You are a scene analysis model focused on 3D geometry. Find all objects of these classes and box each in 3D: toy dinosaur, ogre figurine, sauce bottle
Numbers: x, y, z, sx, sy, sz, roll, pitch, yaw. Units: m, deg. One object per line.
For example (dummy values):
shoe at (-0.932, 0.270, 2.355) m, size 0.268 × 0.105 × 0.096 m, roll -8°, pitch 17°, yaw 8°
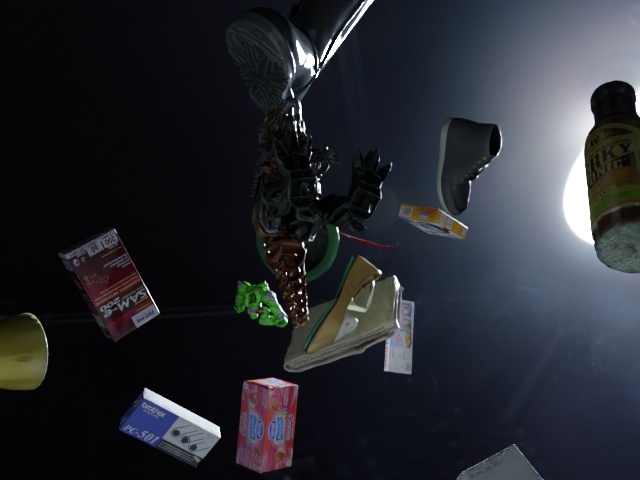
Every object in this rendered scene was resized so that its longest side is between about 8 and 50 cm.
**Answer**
toy dinosaur at (-0.025, -0.052, 0.905) m, size 0.165 × 0.321 × 0.218 m, roll -17°, pitch -6°, yaw -34°
ogre figurine at (-0.187, 0.189, 1.966) m, size 0.097 × 0.197 × 0.118 m, roll -24°, pitch -55°, yaw -27°
sauce bottle at (0.450, -0.111, 0.969) m, size 0.112 × 0.344 × 0.111 m, roll 8°, pitch -42°, yaw 7°

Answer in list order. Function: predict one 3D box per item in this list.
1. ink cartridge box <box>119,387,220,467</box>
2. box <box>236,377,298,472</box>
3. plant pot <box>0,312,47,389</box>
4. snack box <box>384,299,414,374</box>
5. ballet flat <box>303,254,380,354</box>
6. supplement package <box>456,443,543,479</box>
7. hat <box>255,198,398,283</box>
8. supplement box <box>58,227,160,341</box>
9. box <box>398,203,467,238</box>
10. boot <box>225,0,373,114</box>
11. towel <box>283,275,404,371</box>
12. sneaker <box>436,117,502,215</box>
ink cartridge box at (-0.341, 0.427, 1.479) m, size 0.207 × 0.046 × 0.097 m, roll 35°, pitch -81°, yaw -22°
box at (-0.163, 0.560, 1.988) m, size 0.128 × 0.123 × 0.256 m, roll 7°, pitch -91°, yaw -47°
plant pot at (-0.541, 0.194, 1.102) m, size 0.095 × 0.134 × 0.134 m, roll 0°, pitch -45°, yaw -51°
snack box at (0.192, 0.232, 1.580) m, size 0.064 × 0.178 × 0.022 m, roll 11°, pitch -20°, yaw -15°
ballet flat at (0.048, 0.122, 1.186) m, size 0.073 × 0.232 × 0.080 m, roll 29°, pitch -35°, yaw 3°
supplement package at (0.266, 0.392, 0.879) m, size 0.105 × 0.179 × 0.105 m, roll -17°, pitch -40°, yaw -27°
hat at (0.000, 0.000, 1.306) m, size 0.173 × 0.208 × 0.184 m, roll -51°, pitch -20°, yaw 19°
supplement box at (-0.500, 0.104, 1.546) m, size 0.130 × 0.073 × 0.239 m, roll -34°, pitch -69°, yaw -29°
box at (0.215, -0.032, 1.219) m, size 0.136 × 0.081 × 0.028 m, roll 27°, pitch -102°, yaw -48°
boot at (0.007, -0.494, 1.314) m, size 0.445 × 0.146 × 0.367 m, roll -53°, pitch -5°, yaw -10°
towel at (0.054, 0.187, 1.454) m, size 0.282 × 0.187 × 0.049 m, roll -23°, pitch -65°, yaw 23°
sneaker at (0.320, -0.148, 1.397) m, size 0.083 × 0.118 × 0.221 m, roll -29°, pitch -57°, yaw -40°
